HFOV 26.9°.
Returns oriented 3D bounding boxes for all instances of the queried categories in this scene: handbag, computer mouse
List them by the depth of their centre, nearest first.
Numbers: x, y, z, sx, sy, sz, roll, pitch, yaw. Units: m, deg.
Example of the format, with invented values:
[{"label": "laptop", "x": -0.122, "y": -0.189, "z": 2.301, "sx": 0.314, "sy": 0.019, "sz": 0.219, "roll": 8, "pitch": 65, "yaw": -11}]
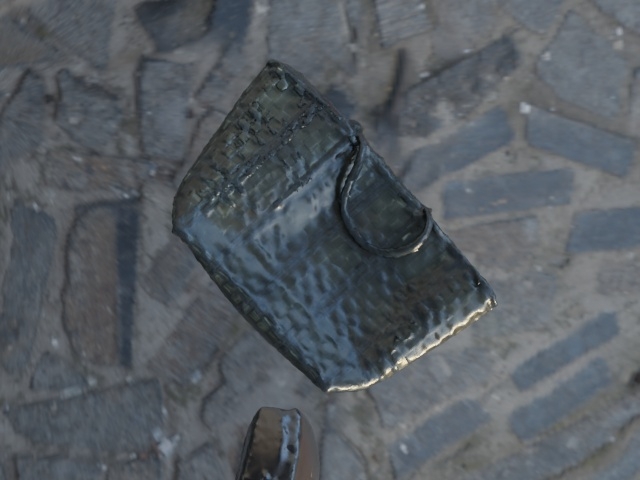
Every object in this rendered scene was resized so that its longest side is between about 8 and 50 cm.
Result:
[{"label": "handbag", "x": 0.000, "y": 0.000, "z": 1.074, "sx": 0.175, "sy": 0.088, "sz": 0.270, "roll": -42, "pitch": 92, "yaw": -4}, {"label": "computer mouse", "x": -0.053, "y": 0.291, "z": 1.573, "sx": 0.100, "sy": 0.269, "sz": 0.170, "roll": 12, "pitch": 76, "yaw": -3}]
